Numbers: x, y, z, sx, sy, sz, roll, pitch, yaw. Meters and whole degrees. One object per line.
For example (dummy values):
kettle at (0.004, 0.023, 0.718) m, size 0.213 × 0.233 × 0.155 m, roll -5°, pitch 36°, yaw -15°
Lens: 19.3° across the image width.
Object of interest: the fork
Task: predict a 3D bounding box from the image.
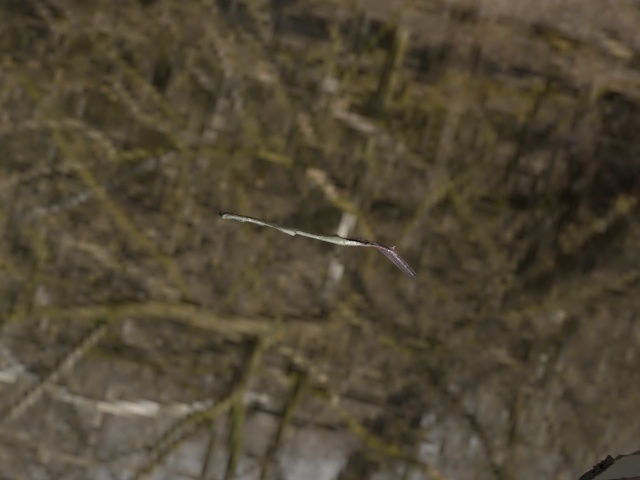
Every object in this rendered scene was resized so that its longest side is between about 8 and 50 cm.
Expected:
fork at (0.001, -0.001, 0.893) m, size 0.115 × 0.012 × 0.016 m, roll 17°, pitch 175°, yaw -33°

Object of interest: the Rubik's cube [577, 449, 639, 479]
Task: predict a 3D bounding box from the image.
Rubik's cube at (0.227, 0.193, 0.978) m, size 0.180 × 0.167 × 0.183 m, roll -12°, pitch 179°, yaw 23°
